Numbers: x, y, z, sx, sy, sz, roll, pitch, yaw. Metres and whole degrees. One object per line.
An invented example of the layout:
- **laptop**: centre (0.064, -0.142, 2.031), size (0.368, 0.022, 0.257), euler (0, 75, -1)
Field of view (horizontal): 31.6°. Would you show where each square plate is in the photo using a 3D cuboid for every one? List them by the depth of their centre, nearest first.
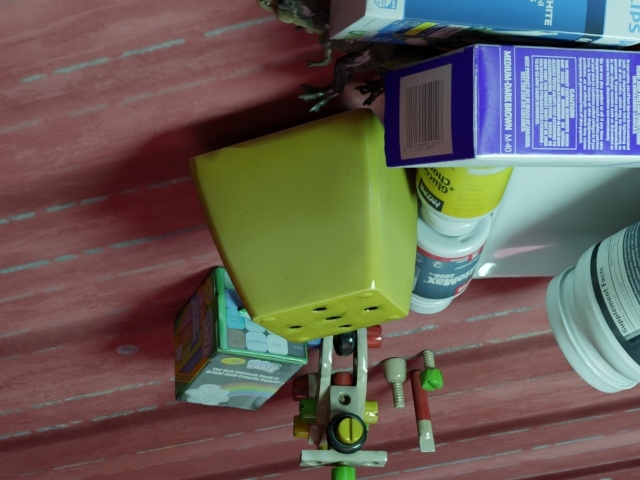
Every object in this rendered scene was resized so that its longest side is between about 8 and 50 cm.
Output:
- **square plate**: centre (0.374, -0.060, 1.403), size (0.344, 0.049, 0.347), euler (-1, 148, -7)

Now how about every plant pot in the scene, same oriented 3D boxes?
- **plant pot**: centre (0.000, 0.000, 1.263), size (0.212, 0.187, 0.212), euler (-16, 160, 14)

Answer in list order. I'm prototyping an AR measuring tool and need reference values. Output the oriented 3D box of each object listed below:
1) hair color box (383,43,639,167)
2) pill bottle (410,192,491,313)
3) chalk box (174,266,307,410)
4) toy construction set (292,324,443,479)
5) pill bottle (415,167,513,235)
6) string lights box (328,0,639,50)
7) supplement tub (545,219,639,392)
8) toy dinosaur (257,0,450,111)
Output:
- **hair color box**: centre (0.253, -0.124, 1.100), size (0.338, 0.110, 0.185), euler (0, -179, -22)
- **pill bottle**: centre (0.146, 0.015, 1.428), size (0.108, 0.108, 0.180), euler (-2, 149, -6)
- **chalk box**: centre (-0.103, 0.125, 1.542), size (0.132, 0.132, 0.213), euler (12, 143, -25)
- **toy construction set**: centre (0.057, 0.276, 1.711), size (0.308, 0.237, 0.257), euler (14, 143, -29)
- **pill bottle**: centre (0.163, -0.084, 1.273), size (0.103, 0.103, 0.184), euler (-2, 148, -7)
- **string lights box**: centre (0.149, -0.219, 1.028), size (0.259, 0.077, 0.133), euler (3, -179, -13)
- **supplement tub**: centre (0.433, 0.059, 1.375), size (0.191, 0.191, 0.272), euler (21, 139, -37)
- **toy dinosaur**: centre (0.047, -0.184, 1.138), size (0.268, 0.064, 0.118), euler (8, 139, -28)
